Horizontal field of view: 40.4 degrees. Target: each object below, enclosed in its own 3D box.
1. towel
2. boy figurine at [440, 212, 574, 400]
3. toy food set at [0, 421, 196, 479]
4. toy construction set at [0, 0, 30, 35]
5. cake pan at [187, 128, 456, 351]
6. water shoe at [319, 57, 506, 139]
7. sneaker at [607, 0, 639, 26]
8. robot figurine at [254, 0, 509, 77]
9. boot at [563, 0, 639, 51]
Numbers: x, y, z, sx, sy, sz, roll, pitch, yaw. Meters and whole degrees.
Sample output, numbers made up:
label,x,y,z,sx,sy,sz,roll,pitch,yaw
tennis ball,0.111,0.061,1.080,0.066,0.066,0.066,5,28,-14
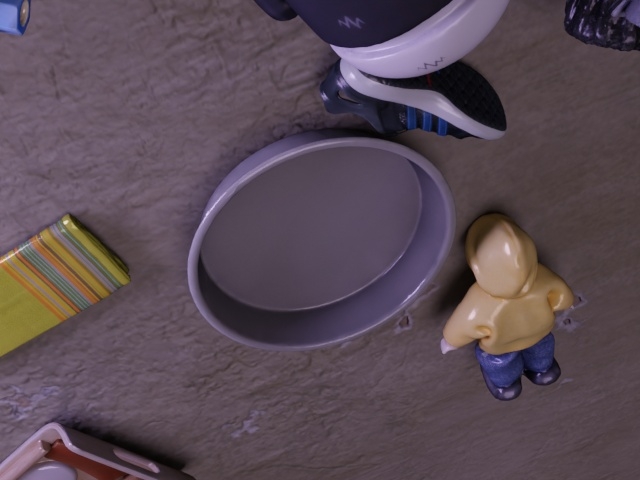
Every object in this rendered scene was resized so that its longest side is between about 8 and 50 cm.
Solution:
label,x,y,z,sx,sy,sz,roll,pitch,yaw
towel,-0.320,0.063,0.889,0.237,0.021,0.102,-29,128,7
boy figurine,0.226,0.087,1.071,0.177,0.092,0.285,-23,133,0
toy food set,-0.330,0.366,1.101,0.306,0.092,0.220,-41,132,15
toy construction set,-0.168,-0.268,0.488,0.151,0.214,0.328,15,165,-17
cake pan,0.000,0.000,0.931,0.293,0.054,0.293,-11,133,-12
water shoe,0.092,-0.138,0.849,0.203,0.072,0.080,16,149,-32
sneaker,0.268,-0.219,0.599,0.153,0.101,0.269,-51,141,8
robot figurine,0.027,-0.241,0.616,0.173,0.209,0.278,-52,130,-3
boot,0.230,-0.281,0.696,0.348,0.131,0.260,-8,132,-26
